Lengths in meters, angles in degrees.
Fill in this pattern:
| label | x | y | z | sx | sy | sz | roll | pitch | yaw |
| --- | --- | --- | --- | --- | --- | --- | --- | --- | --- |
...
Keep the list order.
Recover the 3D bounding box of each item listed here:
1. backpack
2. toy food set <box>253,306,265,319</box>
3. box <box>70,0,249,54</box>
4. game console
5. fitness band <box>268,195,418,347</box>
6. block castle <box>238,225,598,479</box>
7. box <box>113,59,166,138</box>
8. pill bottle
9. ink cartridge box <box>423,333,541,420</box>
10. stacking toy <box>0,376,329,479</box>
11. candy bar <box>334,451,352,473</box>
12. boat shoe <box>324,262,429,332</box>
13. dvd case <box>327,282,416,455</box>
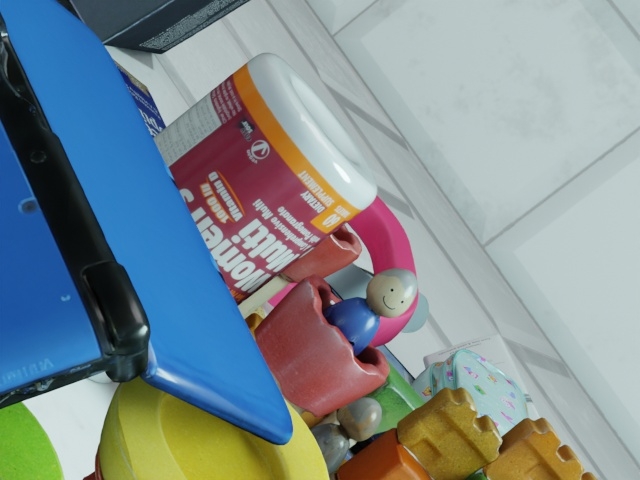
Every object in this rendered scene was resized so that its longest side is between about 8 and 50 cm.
| label | x | y | z | sx | sy | sz | roll | pitch | yaw |
| --- | --- | --- | --- | --- | --- | --- | --- | --- | --- |
| backpack | 0.129 | 0.187 | 1.440 | 0.152 | 0.115 | 0.182 | 45 | 20 | -20 |
| toy food set | -0.083 | 0.044 | 1.387 | 0.083 | 0.020 | 0.082 | 54 | 11 | 7 |
| box | -0.206 | -0.367 | 1.681 | 0.296 | 0.182 | 0.294 | 59 | 7 | 0 |
| game console | -0.175 | -0.014 | 0.756 | 0.173 | 0.250 | 0.293 | 96 | -30 | -55 |
| fitness band | 0.000 | 0.000 | 1.605 | 0.209 | 0.054 | 0.291 | 29 | 26 | -18 |
| block castle | 0.090 | 0.176 | 1.175 | 0.453 | 0.213 | 0.303 | 49 | 11 | -18 |
| box | -0.174 | -0.095 | 1.424 | 0.136 | 0.036 | 0.225 | 40 | 17 | -47 |
| pill bottle | -0.082 | -0.010 | 1.032 | 0.121 | 0.221 | 0.121 | 50 | 11 | -13 |
| ink cartridge box | 0.186 | 0.223 | 1.624 | 0.218 | 0.092 | 0.158 | -106 | 178 | -58 |
| stacking toy | -0.182 | 0.081 | 0.780 | 0.279 | 0.130 | 0.309 | -10 | 56 | -48 |
| candy bar | -0.004 | 0.147 | 1.392 | 0.040 | 0.018 | 0.161 | 40 | 16 | -48 |
| boat shoe | 0.026 | 0.057 | 1.718 | 0.183 | 0.065 | 0.083 | 22 | -6 | -38 |
| dvd case | 0.058 | 0.161 | 1.556 | 0.180 | 0.022 | 0.253 | 48 | 16 | -19 |
